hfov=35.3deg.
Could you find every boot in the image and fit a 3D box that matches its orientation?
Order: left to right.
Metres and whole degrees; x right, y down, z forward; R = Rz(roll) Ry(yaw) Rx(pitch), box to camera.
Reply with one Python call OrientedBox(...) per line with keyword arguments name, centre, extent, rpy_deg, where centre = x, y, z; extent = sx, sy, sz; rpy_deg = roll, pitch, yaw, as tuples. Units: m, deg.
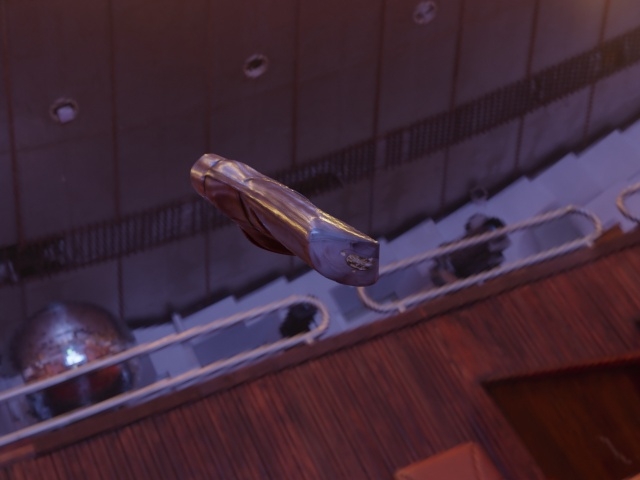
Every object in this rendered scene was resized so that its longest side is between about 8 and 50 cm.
OrientedBox(name="boot", centre=(0.000, 0.000, 0.501), extent=(0.106, 0.114, 0.037), rpy_deg=(26, -90, -45))
